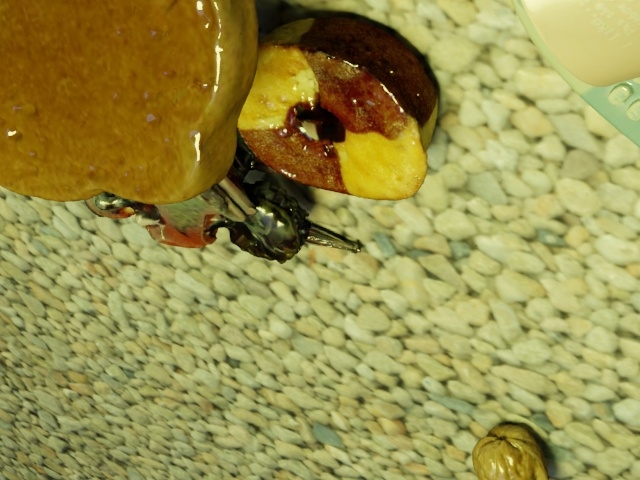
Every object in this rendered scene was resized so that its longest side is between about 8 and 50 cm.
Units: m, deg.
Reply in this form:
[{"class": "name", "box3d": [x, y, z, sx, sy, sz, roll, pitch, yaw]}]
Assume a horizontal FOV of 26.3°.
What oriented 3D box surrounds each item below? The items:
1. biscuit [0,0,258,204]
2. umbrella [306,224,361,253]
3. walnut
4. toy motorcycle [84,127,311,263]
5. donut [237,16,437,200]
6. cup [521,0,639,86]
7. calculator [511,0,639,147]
[{"class": "biscuit", "box3d": [-0.213, -0.178, 1.014, 0.381, 0.074, 0.359, -18, 100, 43]}, {"class": "umbrella", "box3d": [0.001, -0.002, 1.306, 0.083, 0.020, 0.031, 13, 142, 19]}, {"class": "walnut", "box3d": [0.194, 0.234, 1.392, 0.082, 0.079, 0.096, 2, 129, 33]}, {"class": "toy motorcycle", "box3d": [-0.173, -0.126, 1.192, 0.207, 0.134, 0.401, -6, 132, 35]}, {"class": "donut", "box3d": [0.014, -0.110, 1.107, 0.184, 0.073, 0.166, 1, 136, 39]}, {"class": "cup", "box3d": [0.211, -0.228, 0.718, 0.200, 0.191, 0.253, -13, 90, 34]}, {"class": "calculator", "box3d": [0.257, -0.124, 0.919, 0.302, 0.042, 0.188, 37, 145, -5]}]
